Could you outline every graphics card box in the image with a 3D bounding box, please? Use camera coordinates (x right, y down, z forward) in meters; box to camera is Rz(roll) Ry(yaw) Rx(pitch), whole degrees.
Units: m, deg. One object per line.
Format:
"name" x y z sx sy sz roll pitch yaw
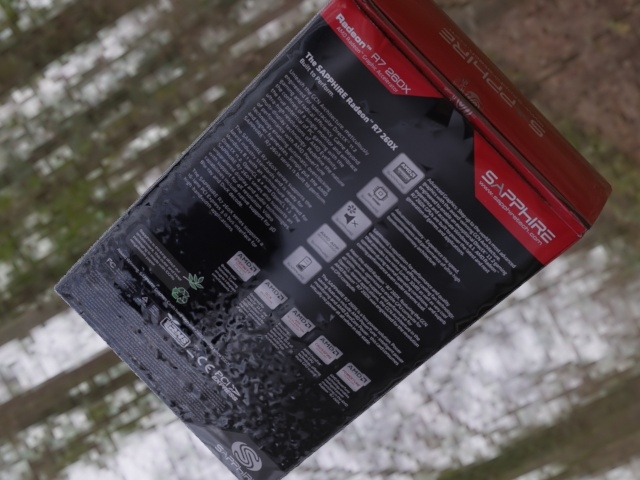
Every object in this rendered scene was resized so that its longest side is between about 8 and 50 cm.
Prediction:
"graphics card box" 0.000 0.000 1.266 0.233 0.371 0.094 45 -147 -2
